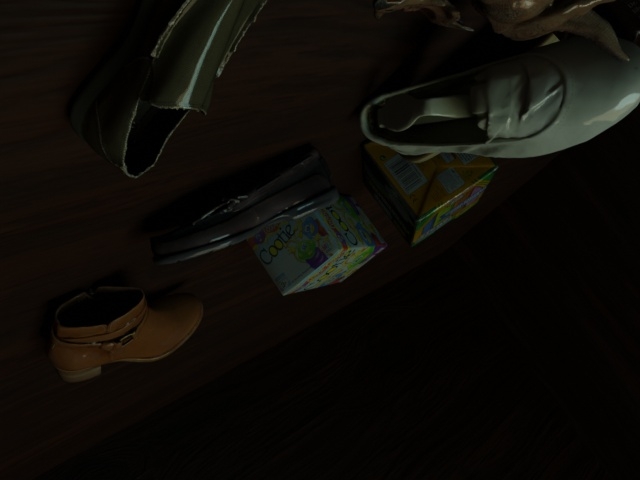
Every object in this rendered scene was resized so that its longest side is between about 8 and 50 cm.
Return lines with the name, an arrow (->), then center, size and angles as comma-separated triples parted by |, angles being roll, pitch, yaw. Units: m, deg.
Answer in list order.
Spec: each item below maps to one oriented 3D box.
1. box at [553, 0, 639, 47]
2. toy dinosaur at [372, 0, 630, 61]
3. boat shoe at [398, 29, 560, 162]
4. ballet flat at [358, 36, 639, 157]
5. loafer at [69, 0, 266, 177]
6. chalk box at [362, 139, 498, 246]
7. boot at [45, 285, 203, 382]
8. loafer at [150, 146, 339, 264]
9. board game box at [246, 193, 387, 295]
box -> 0.380, -0.343, 0.714 | 0.168, 0.203, 0.167 | -36, 166, 8
toy dinosaur -> 0.197, -0.258, 0.582 | 0.295, 0.127, 0.200 | 18, 146, -39
boat shoe -> 0.274, -0.245, 0.929 | 0.342, 0.123, 0.123 | -45, 144, 16
ballet flat -> 0.206, -0.175, 0.755 | 0.139, 0.139, 0.400 | -24, -164, -36
loafer -> -0.111, -0.147, 0.474 | 0.251, 0.087, 0.094 | -42, 164, 28
chalk box -> 0.204, -0.118, 1.121 | 0.179, 0.180, 0.289 | -34, 168, -2
boot -> -0.308, 0.121, 0.937 | 0.283, 0.109, 0.220 | -17, 155, -31
loafer -> -0.113, -0.055, 0.832 | 0.302, 0.095, 0.109 | -22, -167, -27
board game box -> 0.000, 0.000, 1.114 | 0.144, 0.142, 0.275 | -40, 166, 20
